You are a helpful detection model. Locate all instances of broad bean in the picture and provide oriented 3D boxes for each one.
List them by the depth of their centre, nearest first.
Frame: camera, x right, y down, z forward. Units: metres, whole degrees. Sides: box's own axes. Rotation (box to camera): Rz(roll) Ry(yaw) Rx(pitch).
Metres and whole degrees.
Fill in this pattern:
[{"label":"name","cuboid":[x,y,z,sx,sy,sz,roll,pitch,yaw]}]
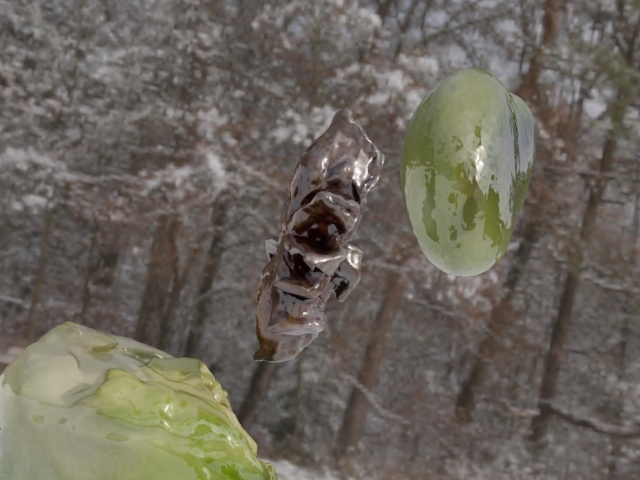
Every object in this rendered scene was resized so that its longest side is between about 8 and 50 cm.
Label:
[{"label":"broad bean","cuboid":[0.179,-0.088,1.247,0.119,0.291,0.238,2,-56,25]}]

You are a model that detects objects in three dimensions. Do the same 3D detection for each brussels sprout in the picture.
[{"label":"brussels sprout","cuboid":[-0.195,0.240,1.103,0.344,0.344,0.268,9,21,12]}]

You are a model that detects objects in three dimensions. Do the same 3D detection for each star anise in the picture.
[{"label":"star anise","cuboid":[-0.002,0.005,1.012,0.098,0.214,0.220,21,-35,-4]}]

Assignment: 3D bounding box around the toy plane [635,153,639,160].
[{"label":"toy plane","cuboid":[0.400,-0.007,0.989,0.262,0.192,0.088,49,-47,-3]}]
